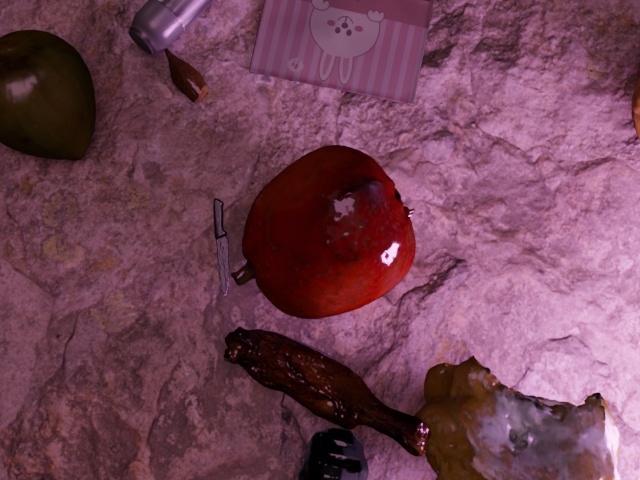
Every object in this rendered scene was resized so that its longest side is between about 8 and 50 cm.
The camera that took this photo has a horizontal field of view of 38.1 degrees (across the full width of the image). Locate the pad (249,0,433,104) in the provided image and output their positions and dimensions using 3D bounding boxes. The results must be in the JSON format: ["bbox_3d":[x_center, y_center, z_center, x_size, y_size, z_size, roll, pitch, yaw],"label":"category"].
[{"bbox_3d":[0.039,-0.365,1.657,0.300,0.005,0.202,12,82,-1],"label":"pad"}]

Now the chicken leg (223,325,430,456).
[{"bbox_3d":[0.015,0.233,1.465,0.407,0.158,0.095,23,78,34],"label":"chicken leg"}]

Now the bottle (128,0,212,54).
[{"bbox_3d":[-0.228,-0.429,1.614,0.079,0.096,0.253,39,77,4],"label":"bottle"}]

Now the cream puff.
[{"bbox_3d":[0.289,0.347,1.441,0.323,0.269,0.274,19,64,8],"label":"cream puff"}]

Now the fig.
[{"bbox_3d":[-0.470,-0.229,1.541,0.203,0.203,0.225,-29,124,-6],"label":"fig"}]

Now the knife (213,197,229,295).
[{"bbox_3d":[-0.170,0.011,1.597,0.023,0.010,0.170,-5,85,3],"label":"knife"}]

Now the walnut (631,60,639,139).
[{"bbox_3d":[0.718,-0.266,1.526,0.384,0.383,0.383,0,83,-3],"label":"walnut"}]

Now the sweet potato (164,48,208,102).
[{"bbox_3d":[-0.238,-0.293,1.615,0.049,0.049,0.117,-36,82,-6],"label":"sweet potato"}]

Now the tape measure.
[{"bbox_3d":[0.017,0.393,1.468,0.107,0.181,0.182,12,106,-2],"label":"tape measure"}]

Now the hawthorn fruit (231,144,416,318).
[{"bbox_3d":[0.000,0.000,1.489,0.307,0.265,0.265,-32,85,5],"label":"hawthorn fruit"}]
